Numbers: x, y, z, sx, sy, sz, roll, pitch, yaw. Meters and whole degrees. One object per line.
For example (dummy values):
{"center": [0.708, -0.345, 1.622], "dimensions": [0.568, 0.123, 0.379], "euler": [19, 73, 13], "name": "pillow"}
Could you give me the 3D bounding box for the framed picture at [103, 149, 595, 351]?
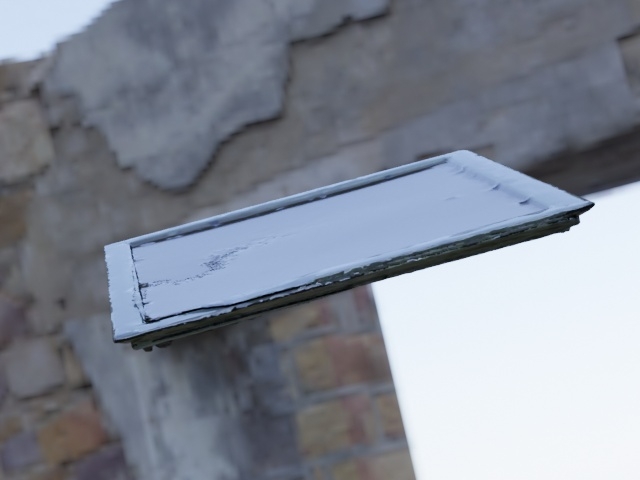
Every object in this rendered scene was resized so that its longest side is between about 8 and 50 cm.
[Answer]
{"center": [0.000, 0.000, 0.927], "dimensions": [0.216, 0.016, 0.273], "euler": [-15, 9, -4], "name": "framed picture"}
